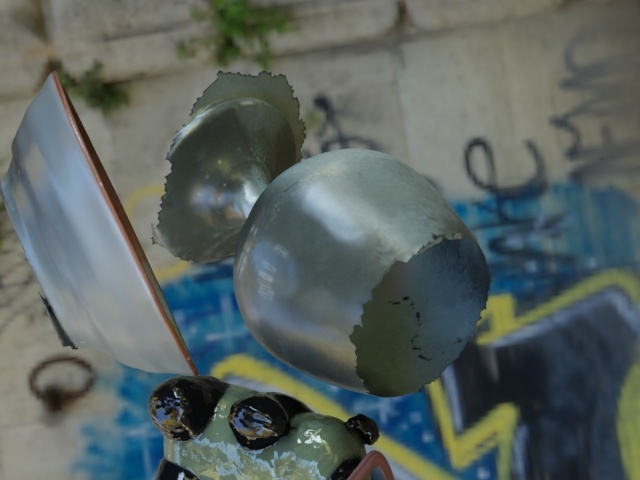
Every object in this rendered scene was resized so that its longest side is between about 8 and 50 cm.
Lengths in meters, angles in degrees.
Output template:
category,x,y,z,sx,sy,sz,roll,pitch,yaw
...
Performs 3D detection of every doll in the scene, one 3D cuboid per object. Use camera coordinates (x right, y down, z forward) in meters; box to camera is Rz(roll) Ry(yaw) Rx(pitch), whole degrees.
category,x,y,z,sx,sy,sz,roll,pitch,yaw
doll,-0.060,0.202,1.507,0.135,0.234,0.144,-17,-70,-53

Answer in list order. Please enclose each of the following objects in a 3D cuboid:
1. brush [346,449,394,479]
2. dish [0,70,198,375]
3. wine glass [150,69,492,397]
category,x,y,z,sx,sy,sz,roll,pitch,yaw
brush,0.026,0.250,1.367,0.233,0.047,0.103,-41,-67,-60
dish,-0.186,0.004,1.220,0.260,0.085,0.260,63,175,10
wine glass,0.000,0.000,1.534,0.323,0.238,0.238,34,149,37
